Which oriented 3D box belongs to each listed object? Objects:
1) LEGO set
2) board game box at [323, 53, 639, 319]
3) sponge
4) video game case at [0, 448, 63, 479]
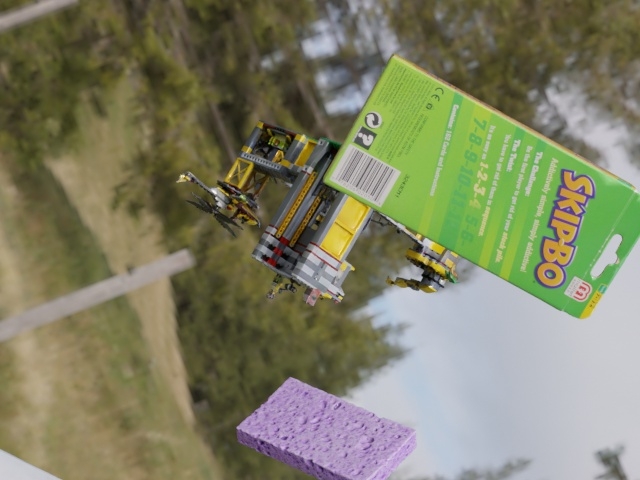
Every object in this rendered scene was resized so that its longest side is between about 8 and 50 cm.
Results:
[{"bbox_3d":[0.000,0.000,1.741,0.331,0.192,0.255,25,-8,43],"label":"LEGO set"},{"bbox_3d":[0.145,-0.043,1.230,0.259,0.124,0.039,29,15,-2],"label":"board game box"},{"bbox_3d":[0.006,0.248,1.835,0.210,0.117,0.031,19,-48,34],"label":"sponge"},{"bbox_3d":[-0.351,0.276,1.155,0.036,0.300,0.329,-63,180,39],"label":"video game case"}]
